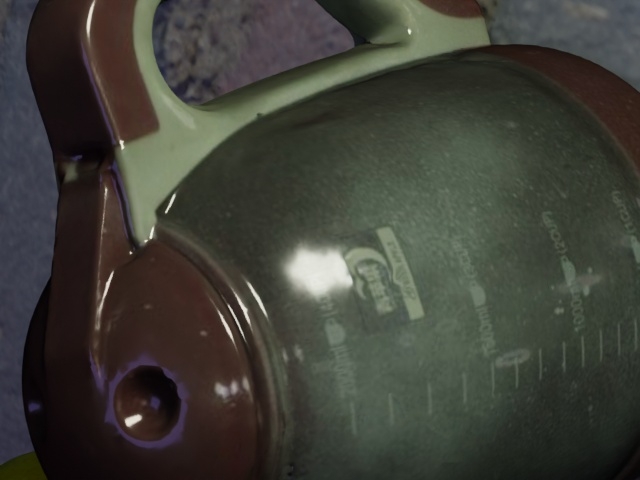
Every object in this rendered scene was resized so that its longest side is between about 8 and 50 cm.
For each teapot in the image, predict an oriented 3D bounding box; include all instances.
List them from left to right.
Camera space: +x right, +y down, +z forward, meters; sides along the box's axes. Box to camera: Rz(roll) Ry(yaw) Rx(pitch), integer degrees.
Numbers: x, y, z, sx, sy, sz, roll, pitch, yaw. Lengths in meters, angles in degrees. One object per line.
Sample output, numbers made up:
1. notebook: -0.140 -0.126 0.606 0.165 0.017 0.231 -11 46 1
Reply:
1. teapot: 0.000 0.000 0.854 0.233 0.312 0.315 -11 92 42

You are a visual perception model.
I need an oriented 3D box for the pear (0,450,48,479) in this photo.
1. pear: -0.139 0.224 1.110 0.269 0.212 0.212 -28 80 48
